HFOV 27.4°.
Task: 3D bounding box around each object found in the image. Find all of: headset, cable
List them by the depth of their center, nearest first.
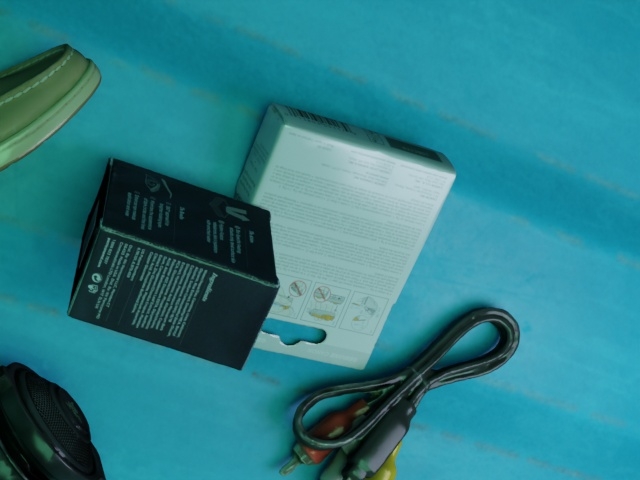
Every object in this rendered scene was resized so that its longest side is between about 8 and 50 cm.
[{"bbox_3d":[-0.321,0.168,1.153,0.243,0.185,0.394,-10,120,-15],"label":"headset"},{"bbox_3d":[0.074,0.157,1.337,0.139,0.072,0.287,45,71,-6],"label":"cable"}]

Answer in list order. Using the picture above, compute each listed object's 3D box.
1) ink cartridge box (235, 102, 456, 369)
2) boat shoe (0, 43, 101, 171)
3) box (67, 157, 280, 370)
[{"bbox_3d":[0.000,0.000,1.274,0.189,0.066,0.232,14,117,-23],"label":"ink cartridge box"},{"bbox_3d":[-0.344,-0.085,1.075,0.341,0.121,0.110,-30,111,-11],"label":"boat shoe"},{"bbox_3d":[-0.126,0.018,1.139,0.158,0.156,0.093,19,112,-13],"label":"box"}]
